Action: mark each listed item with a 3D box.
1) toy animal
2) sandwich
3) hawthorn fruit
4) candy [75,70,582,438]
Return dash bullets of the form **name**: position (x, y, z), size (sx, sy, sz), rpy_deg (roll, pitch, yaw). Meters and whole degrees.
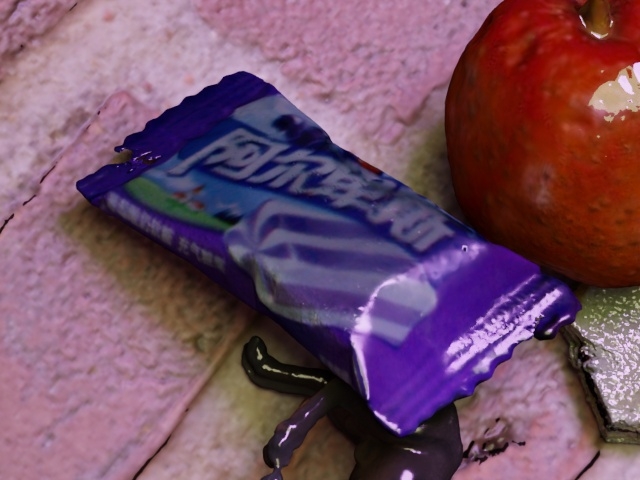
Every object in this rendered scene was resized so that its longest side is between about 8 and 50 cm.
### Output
- **toy animal**: position (0.024, 0.143, 1.084), size (0.148, 0.084, 0.232), rpy_deg (18, 64, -18)
- **sandwich**: position (0.182, 0.070, 1.151), size (0.105, 0.036, 0.093), rpy_deg (36, 69, 5)
- **hawthorn fruit**: position (0.161, -0.079, 1.112), size (0.179, 0.200, 0.179), rpy_deg (0, 45, 0)
- **candy**: position (0.000, 0.000, 1.096), size (0.275, 0.070, 0.145), rpy_deg (37, 53, 25)
